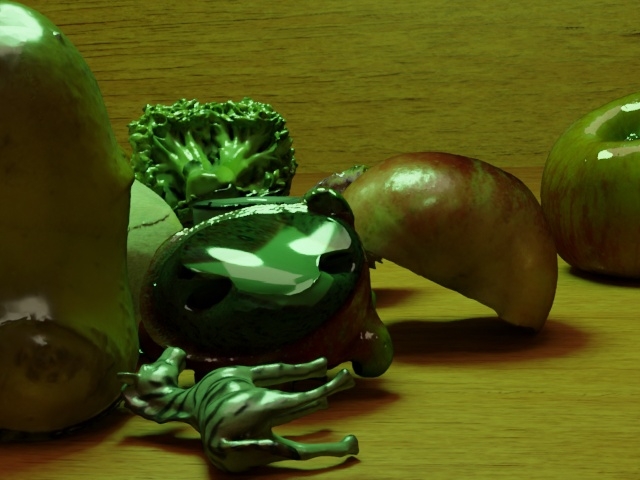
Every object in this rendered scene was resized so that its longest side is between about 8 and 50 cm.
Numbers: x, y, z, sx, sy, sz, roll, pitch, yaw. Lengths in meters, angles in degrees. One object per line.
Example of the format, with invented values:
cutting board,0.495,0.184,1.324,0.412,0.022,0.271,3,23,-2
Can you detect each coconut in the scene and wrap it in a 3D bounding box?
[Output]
coconut,-0.262,0.030,1.690,0.230,0.227,0.227,-17,16,-42

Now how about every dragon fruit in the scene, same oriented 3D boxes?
dragon fruit,-0.059,0.059,1.469,0.295,0.130,0.268,13,44,18

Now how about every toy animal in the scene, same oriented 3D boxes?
toy animal,-0.064,0.152,1.290,0.170,0.090,0.255,-15,11,-30

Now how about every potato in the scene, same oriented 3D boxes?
potato,-0.323,-0.045,1.381,0.289,0.296,0.397,1,43,-10

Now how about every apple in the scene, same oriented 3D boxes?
apple,0.165,-0.021,1.681,0.293,0.163,0.251,27,3,-5
apple,0.466,-0.084,2.011,0.301,0.302,0.301,-3,9,0

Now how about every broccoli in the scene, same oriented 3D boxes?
broccoli,-0.156,-0.114,1.833,0.242,0.180,0.273,-14,-10,0

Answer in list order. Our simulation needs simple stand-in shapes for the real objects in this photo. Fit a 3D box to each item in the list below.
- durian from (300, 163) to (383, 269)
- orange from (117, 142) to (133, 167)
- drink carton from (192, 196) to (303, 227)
durian,0.009,0.013,1.950,0.260,0.154,0.186,-36,-31,21
orange,-0.384,-0.071,2.522,0.249,0.183,0.249,40,-6,5
drink carton,-0.071,0.044,1.666,0.191,0.190,0.185,0,4,15
